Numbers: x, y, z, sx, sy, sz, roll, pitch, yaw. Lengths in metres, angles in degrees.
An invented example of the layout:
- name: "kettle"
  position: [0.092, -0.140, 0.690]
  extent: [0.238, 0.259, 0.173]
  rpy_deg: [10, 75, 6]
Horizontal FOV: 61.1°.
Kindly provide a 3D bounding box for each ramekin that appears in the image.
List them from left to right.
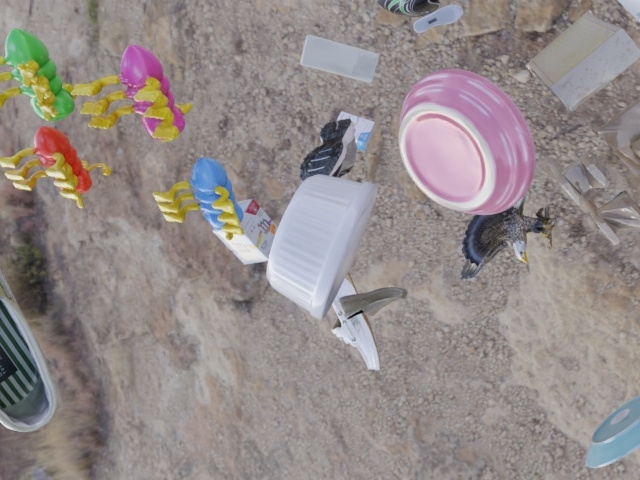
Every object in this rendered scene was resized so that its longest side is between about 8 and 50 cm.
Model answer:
- name: "ramekin"
  position: [0.000, 0.000, 1.021]
  extent: [0.127, 0.273, 0.273]
  rpy_deg: [23, 112, 8]

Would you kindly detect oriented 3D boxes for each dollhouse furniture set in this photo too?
- name: "dollhouse furniture set"
  position: [0.655, -0.271, 1.170]
  extent: [0.394, 0.256, 0.362]
  rpy_deg: [42, 118, -13]

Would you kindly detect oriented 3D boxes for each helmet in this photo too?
- name: "helmet"
  position: [0.192, -0.578, 1.185]
  extent: [0.169, 0.161, 0.169]
  rpy_deg: [-1, 87, 26]

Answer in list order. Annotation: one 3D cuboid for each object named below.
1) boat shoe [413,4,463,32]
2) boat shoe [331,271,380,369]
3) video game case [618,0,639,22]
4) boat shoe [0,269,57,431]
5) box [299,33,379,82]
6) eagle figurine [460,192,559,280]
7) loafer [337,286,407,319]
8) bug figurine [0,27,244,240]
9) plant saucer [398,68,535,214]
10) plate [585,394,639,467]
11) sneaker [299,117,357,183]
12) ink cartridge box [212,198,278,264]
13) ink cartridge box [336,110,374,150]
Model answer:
- name: "boat shoe"
  position: [0.333, -0.634, 1.541]
  extent: [0.142, 0.040, 0.049]
  rpy_deg: [-13, 123, 21]
- name: "boat shoe"
  position: [0.074, 0.211, 1.369]
  extent: [0.096, 0.098, 0.277]
  rpy_deg: [-22, 101, 2]
- name: "video game case"
  position: [0.771, -0.632, 1.160]
  extent: [0.036, 0.300, 0.329]
  rpy_deg: [-61, 15, -23]
- name: "boat shoe"
  position: [-0.304, 0.042, 0.449]
  extent: [0.094, 0.109, 0.302]
  rpy_deg: [18, 139, 35]
- name: "box"
  position: [0.069, -0.672, 2.012]
  extent: [0.094, 0.275, 0.113]
  rpy_deg: [-110, 34, -72]
- name: "eagle figurine"
  position: [0.545, -0.011, 1.613]
  extent: [0.298, 0.225, 0.226]
  rpy_deg: [-14, 107, 8]
- name: "loafer"
  position: [0.109, 0.130, 1.111]
  extent: [0.148, 0.056, 0.050]
  rpy_deg: [-14, 74, 21]
- name: "bug figurine"
  position: [-0.196, -0.094, 0.524]
  extent: [0.279, 0.072, 0.216]
  rpy_deg: [13, 143, 16]
- name: "plant saucer"
  position: [0.285, -0.189, 1.151]
  extent: [0.332, 0.084, 0.332]
  rpy_deg: [40, 150, 29]
- name: "plate"
  position: [0.483, 0.285, 0.850]
  extent: [0.024, 0.188, 0.188]
  rpy_deg: [48, 124, 18]
- name: "sneaker"
  position: [0.035, -0.184, 1.267]
  extent: [0.100, 0.271, 0.108]
  rpy_deg: [-7, 124, 27]
- name: "ink cartridge box"
  position: [-0.237, -0.026, 1.803]
  extent: [0.127, 0.176, 0.128]
  rpy_deg: [-9, 43, 39]
- name: "ink cartridge box"
  position: [0.106, -0.362, 1.791]
  extent: [0.122, 0.052, 0.088]
  rpy_deg: [20, 70, 12]
